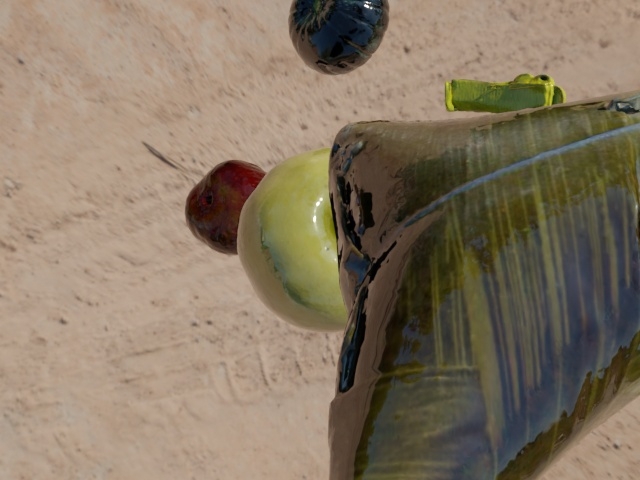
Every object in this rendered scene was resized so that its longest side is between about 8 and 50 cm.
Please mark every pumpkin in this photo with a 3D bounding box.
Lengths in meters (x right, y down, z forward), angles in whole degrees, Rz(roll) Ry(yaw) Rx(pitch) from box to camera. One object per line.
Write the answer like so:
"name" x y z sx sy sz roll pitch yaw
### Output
"pumpkin" 0.033 -0.391 1.359 0.202 0.140 0.202 -9 76 40

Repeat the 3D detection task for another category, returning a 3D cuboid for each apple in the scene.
"apple" 0.000 0.000 1.098 0.262 0.262 0.262 0 87 1

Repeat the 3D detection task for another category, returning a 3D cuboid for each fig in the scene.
"fig" -0.129 -0.078 1.530 0.191 0.290 0.190 12 113 30

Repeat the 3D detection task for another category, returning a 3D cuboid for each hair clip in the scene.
"hair clip" 0.260 -0.197 1.084 0.173 0.046 0.072 7 108 37

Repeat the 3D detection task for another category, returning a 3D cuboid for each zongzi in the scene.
"zongzi" 0.195 0.064 0.496 0.403 0.432 0.208 -9 129 16
